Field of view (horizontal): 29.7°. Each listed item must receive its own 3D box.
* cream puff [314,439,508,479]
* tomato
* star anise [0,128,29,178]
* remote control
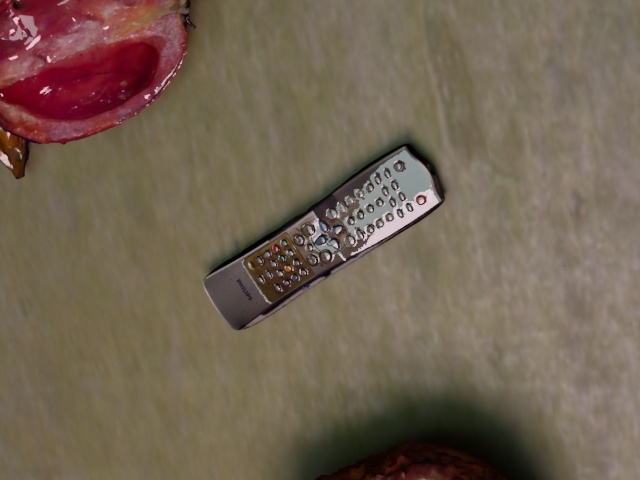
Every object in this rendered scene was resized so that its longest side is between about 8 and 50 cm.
[{"bbox_3d":[0.067,0.262,0.917,0.240,0.164,0.240,2,113,4],"label":"cream puff"},{"bbox_3d":[-0.187,-0.170,0.884,0.099,0.173,0.189,54,155,37],"label":"tomato"},{"bbox_3d":[-0.284,-0.149,0.972,0.157,0.053,0.212,-4,105,18],"label":"star anise"},{"bbox_3d":[0.000,0.000,0.936,0.212,0.028,0.059,-32,90,22],"label":"remote control"}]
